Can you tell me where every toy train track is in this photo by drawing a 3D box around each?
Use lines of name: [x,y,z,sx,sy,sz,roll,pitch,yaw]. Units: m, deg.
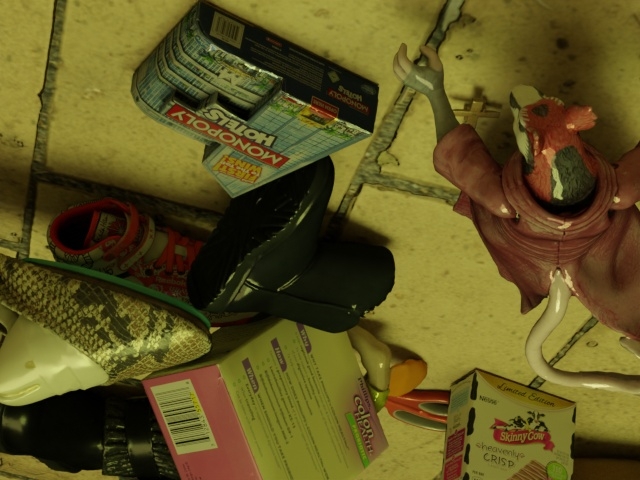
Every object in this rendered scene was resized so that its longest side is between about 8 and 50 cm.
toy train track: [0.142,-0.116,1.348,0.048,0.014,0.083,3,156,-3]

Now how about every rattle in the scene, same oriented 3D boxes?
rattle: [0.016,0.143,1.807,0.200,0.143,0.130,10,121,30]

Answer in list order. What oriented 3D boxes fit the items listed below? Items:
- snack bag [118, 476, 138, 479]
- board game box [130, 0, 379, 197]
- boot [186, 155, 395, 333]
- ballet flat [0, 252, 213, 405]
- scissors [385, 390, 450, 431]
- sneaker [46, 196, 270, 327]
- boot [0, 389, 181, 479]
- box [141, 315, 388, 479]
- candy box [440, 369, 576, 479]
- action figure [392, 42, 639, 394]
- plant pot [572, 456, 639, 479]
snack bag: [-0.154,0.388,2.142,0.323,0.037,0.342,6,174,8]
board game box: [-0.078,-0.119,1.356,0.194,0.060,0.194,23,146,-22]
boot: [0.000,0.000,1.513,0.207,0.094,0.246,9,132,-37]
ballet flat: [-0.361,0.071,1.518,0.483,0.182,0.164,25,156,7]
scissors: [0.060,0.202,1.901,0.297,0.021,0.109,16,151,-15]
sneaker: [-0.173,0.023,1.594,0.270,0.090,0.145,5,152,12]
boot: [-0.287,0.258,1.968,0.260,0.131,0.348,6,165,16]
box: [-0.057,0.200,1.635,0.117,0.243,0.213,-15,100,36]
candy box: [0.237,0.300,1.808,0.159,0.233,0.071,19,148,-19]
action figure: [0.191,-0.023,1.241,0.248,0.275,0.370,0,168,10]
plant pot: [0.465,0.397,1.958,0.254,0.237,0.237,-9,148,1]
